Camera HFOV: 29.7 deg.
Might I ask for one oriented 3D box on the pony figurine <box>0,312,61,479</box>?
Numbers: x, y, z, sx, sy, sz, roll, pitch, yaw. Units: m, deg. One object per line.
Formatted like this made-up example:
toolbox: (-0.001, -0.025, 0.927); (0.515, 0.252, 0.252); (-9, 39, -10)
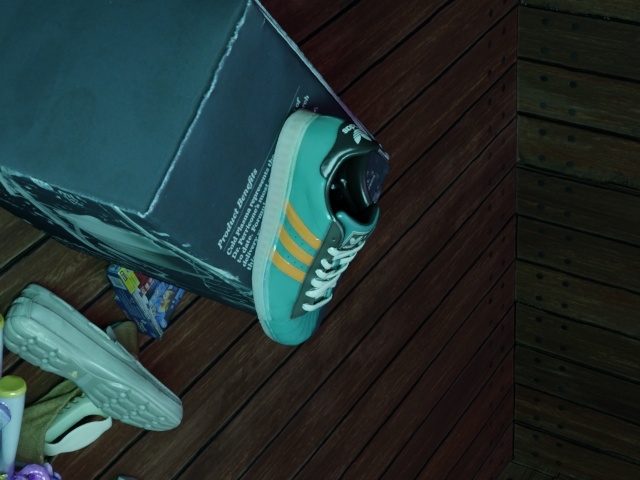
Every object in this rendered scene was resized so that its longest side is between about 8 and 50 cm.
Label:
pony figurine: (-0.452, 0.330, 1.652); (0.302, 0.351, 0.363); (-8, 118, -22)

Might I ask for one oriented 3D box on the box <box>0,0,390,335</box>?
box: (-0.234, -0.133, 1.595); (0.297, 0.480, 0.472); (-66, 150, -12)

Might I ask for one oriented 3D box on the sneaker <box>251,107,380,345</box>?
sneaker: (0.000, 0.000, 1.455); (0.108, 0.121, 0.302); (-24, 127, -52)

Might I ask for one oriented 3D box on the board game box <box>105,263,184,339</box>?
board game box: (-0.275, 0.033, 2.050); (0.194, 0.060, 0.194); (-58, 148, -28)

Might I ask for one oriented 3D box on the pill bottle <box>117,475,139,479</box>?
pill bottle: (-0.354, 0.480, 2.142); (0.065, 0.065, 0.116); (24, 84, -61)

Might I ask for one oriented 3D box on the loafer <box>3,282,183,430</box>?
loafer: (-0.335, 0.180, 1.849); (0.319, 0.112, 0.111); (40, 44, -23)

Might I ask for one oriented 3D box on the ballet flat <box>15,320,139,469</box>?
ballet flat: (-0.370, 0.256, 1.934); (0.342, 0.124, 0.116); (-41, 141, -45)
